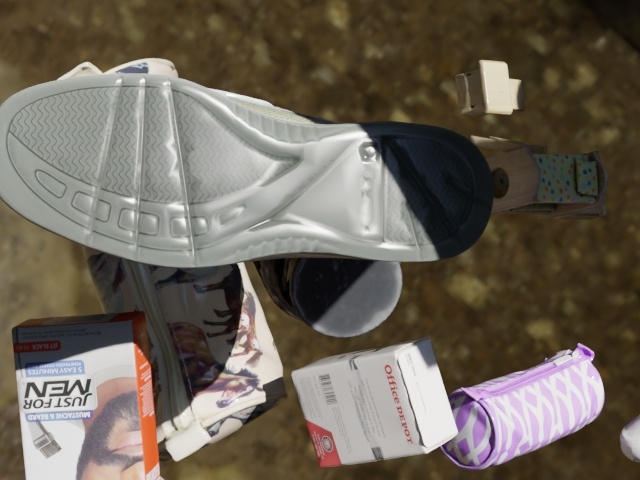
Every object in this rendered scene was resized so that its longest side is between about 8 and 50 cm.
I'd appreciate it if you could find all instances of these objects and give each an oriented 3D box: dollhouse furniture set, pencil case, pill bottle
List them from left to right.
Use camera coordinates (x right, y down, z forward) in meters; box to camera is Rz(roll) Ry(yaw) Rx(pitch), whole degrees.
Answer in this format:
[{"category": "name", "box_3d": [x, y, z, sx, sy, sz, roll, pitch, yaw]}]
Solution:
[{"category": "pencil case", "box_3d": [-0.164, 0.021, 1.853, 0.183, 0.160, 0.410, 2, 66, -62]}, {"category": "pill bottle", "box_3d": [0.000, 0.000, 1.569, 0.123, 0.123, 0.219, 23, 14, -19]}, {"category": "pencil case", "box_3d": [0.204, 0.166, 1.834, 0.086, 0.088, 0.206, 35, 33, 29]}, {"category": "dollhouse furniture set", "box_3d": [0.249, -0.110, 1.936, 0.182, 0.101, 0.161, 0, 81, -40]}]

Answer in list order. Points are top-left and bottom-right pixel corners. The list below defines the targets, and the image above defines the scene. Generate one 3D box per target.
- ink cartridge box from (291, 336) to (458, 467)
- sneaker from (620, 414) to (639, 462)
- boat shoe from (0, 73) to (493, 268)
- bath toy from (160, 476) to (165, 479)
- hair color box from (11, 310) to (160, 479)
[{"category": "ink cartridge box", "box_3d": [0.050, 0.152, 1.708, 0.056, 0.135, 0.099, -20, 95, -49]}, {"category": "sneaker", "box_3d": [0.396, 0.137, 1.873, 0.115, 0.232, 0.090, 54, 5, -24]}, {"category": "boat shoe", "box_3d": [-0.053, -0.039, 1.173, 0.320, 0.103, 0.118, 3, 88, -13]}, {"category": "bath toy", "box_3d": [-0.271, 0.297, 1.698, 0.129, 0.348, 0.151, 56, 31, 9]}, {"category": "hair color box", "box_3d": [-0.171, 0.140, 1.353, 0.053, 0.093, 0.167, -45, 130, -81]}]
